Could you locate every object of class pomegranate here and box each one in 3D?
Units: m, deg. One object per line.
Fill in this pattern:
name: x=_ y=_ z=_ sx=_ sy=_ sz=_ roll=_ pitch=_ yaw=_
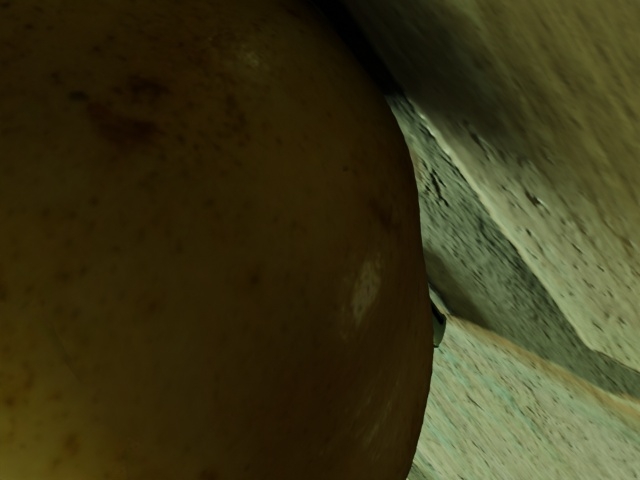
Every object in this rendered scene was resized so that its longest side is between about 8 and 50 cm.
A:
pomegranate: x=-0.139 y=0.014 z=0.802 sx=0.416 sy=0.416 sz=0.416 roll=41 pitch=168 yaw=11

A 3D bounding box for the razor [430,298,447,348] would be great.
razor: x=-0.005 y=0.005 z=1.098 sx=0.211 sy=0.036 sz=0.084 roll=27 pitch=158 yaw=51
